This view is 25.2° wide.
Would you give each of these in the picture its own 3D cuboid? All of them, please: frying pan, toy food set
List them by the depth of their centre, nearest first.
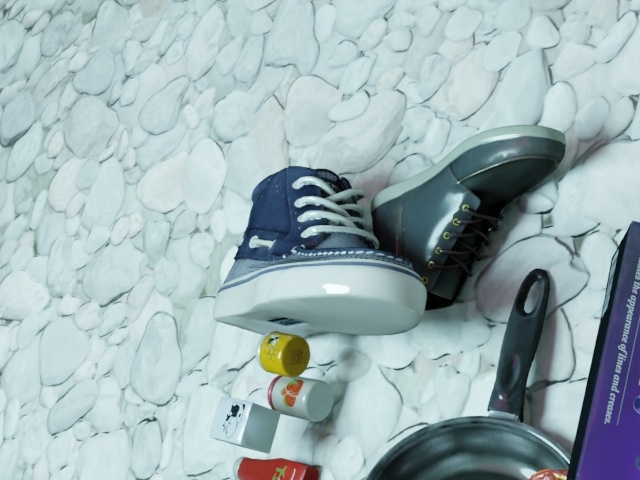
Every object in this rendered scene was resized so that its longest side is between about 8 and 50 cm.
[{"bbox_3d":[0.117,0.181,1.182,0.197,0.053,0.326,-11,51,9],"label":"frying pan"},{"bbox_3d":[-0.072,0.199,1.346,0.104,0.111,0.232,6,76,46],"label":"toy food set"}]

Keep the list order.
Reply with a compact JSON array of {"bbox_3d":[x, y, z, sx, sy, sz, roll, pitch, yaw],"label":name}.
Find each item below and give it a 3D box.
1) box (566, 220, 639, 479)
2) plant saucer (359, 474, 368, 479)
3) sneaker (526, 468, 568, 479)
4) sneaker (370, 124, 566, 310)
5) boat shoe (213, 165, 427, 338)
[{"bbox_3d":[0.271,0.138,0.986,0.184,0.103,0.261,13,75,6],"label":"box"},{"bbox_3d":[0.059,0.300,1.221,0.241,0.037,0.241,-22,55,35],"label":"plant saucer"},{"bbox_3d":[0.219,0.197,1.084,0.175,0.067,0.064,-21,53,19],"label":"sneaker"},{"bbox_3d":[0.138,-0.015,1.286,0.222,0.083,0.118,-30,55,43],"label":"sneaker"},{"bbox_3d":[0.000,0.000,1.312,0.340,0.127,0.158,-11,63,63],"label":"boat shoe"}]
